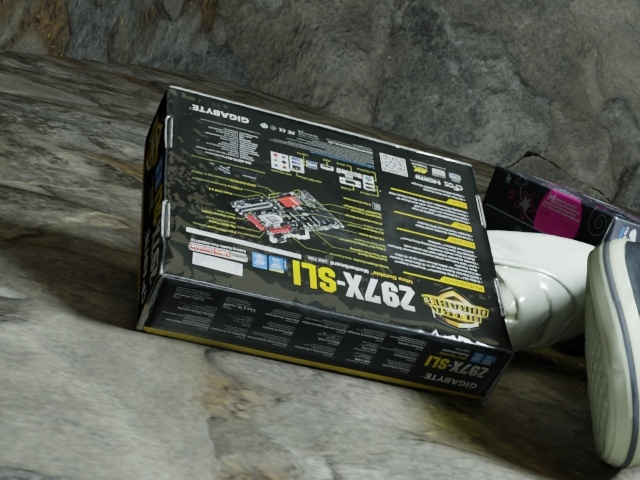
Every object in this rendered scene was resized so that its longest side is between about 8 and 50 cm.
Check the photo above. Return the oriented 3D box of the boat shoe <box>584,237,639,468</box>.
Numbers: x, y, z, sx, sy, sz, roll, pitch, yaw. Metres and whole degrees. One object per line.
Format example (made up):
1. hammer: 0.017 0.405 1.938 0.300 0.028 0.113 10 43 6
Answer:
1. boat shoe: 0.332 0.085 1.276 0.155 0.187 0.500 -2 3 21

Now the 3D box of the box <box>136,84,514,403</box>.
1. box: 0.000 0.000 1.276 0.321 0.079 0.257 13 42 -17

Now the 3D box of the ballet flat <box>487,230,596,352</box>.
1. ballet flat: 0.131 0.057 1.434 0.400 0.139 0.139 10 11 -11

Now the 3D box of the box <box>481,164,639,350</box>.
1. box: 0.301 0.028 1.695 0.142 0.163 0.247 15 9 -30
